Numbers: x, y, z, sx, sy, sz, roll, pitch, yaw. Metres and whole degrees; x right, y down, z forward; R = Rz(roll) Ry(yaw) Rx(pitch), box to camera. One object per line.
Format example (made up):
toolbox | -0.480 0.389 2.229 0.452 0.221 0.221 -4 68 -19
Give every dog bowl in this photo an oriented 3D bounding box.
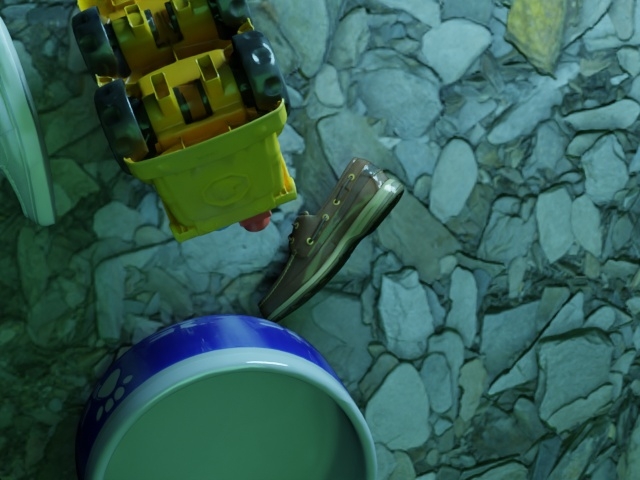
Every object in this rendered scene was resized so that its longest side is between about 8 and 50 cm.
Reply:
dog bowl | -0.087 0.205 1.583 0.264 0.104 0.265 -7 116 -14

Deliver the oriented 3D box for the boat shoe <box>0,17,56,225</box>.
boat shoe | -0.272 -0.095 1.472 0.063 0.066 0.184 -15 113 -1

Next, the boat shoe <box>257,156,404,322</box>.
boat shoe | 0.000 0.000 1.609 0.060 0.064 0.178 42 97 7

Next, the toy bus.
toy bus | -0.102 -0.107 1.482 0.149 0.220 0.211 -22 143 -1
